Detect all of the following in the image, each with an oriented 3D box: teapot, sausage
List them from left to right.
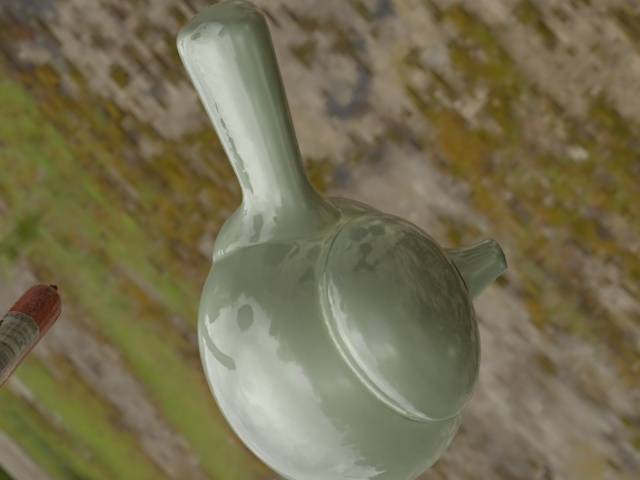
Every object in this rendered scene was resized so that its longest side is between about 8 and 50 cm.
[{"bbox_3d":[-0.217,0.084,1.220,0.034,0.034,0.253,48,-155,-8],"label":"sausage"},{"bbox_3d":[-0.011,0.023,1.214,0.149,0.220,0.318,-27,126,35],"label":"teapot"}]
